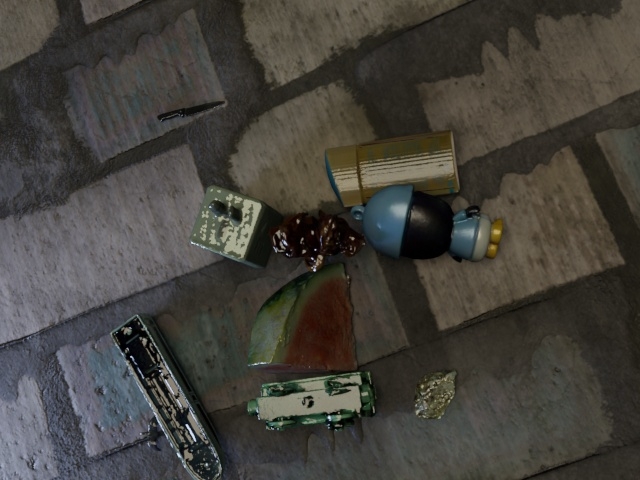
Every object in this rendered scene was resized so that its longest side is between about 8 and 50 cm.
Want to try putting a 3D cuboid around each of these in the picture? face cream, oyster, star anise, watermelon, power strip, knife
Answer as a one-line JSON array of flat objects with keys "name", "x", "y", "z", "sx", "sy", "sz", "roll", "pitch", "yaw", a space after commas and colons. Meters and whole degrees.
[{"name": "face cream", "x": 0.154, "y": -0.154, "z": 1.770, "sx": 0.285, "sy": 0.067, "sz": 0.139, "roll": -7, "pitch": 82, "yaw": 11}, {"name": "oyster", "x": 0.241, "y": 0.324, "z": 1.698, "sx": 0.098, "sy": 0.037, "sz": 0.100, "roll": -7, "pitch": 81, "yaw": 12}, {"name": "star anise", "x": 0.000, "y": 0.000, "z": 1.685, "sx": 0.190, "sy": 0.220, "sz": 0.126, "roll": -13, "pitch": 81, "yaw": 26}, {"name": "watermelon", "x": -0.033, "y": 0.187, "z": 1.711, "sx": 0.193, "sy": 0.231, "sz": 0.310, "roll": -3, "pitch": 38, "yaw": 14}, {"name": "power strip", "x": -0.187, "y": -0.031, "z": 1.745, "sx": 0.139, "sy": 0.224, "sz": 0.140, "roll": 20, "pitch": 87, "yaw": 14}, {"name": "knife", "x": -0.307, "y": -0.307, "z": 1.921, "sx": 0.170, "sy": 0.010, "sz": 0.023, "roll": -13, "pitch": 79, "yaw": 9}]

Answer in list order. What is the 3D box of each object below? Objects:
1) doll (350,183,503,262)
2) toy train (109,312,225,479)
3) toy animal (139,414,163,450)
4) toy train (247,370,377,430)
[{"name": "doll", "x": 0.217, "y": -0.031, "z": 1.697, "sx": 0.314, "sy": 0.177, "sz": 0.141, "roll": 11, "pitch": 44, "yaw": 4}, {"name": "toy train", "x": -0.322, "y": 0.353, "z": 1.790, "sx": 0.086, "sy": 0.088, "sz": 0.407, "roll": -34, "pitch": 77, "yaw": 8}, {"name": "toy animal", "x": -0.381, "y": 0.432, "z": 1.822, "sx": 0.050, "sy": 0.028, "sz": 0.084, "roll": -5, "pitch": 84, "yaw": 11}, {"name": "toy train", "x": -0.014, "y": 0.343, "z": 1.691, "sx": 0.269, "sy": 0.154, "sz": 0.115, "roll": -10, "pitch": 79, "yaw": 10}]
